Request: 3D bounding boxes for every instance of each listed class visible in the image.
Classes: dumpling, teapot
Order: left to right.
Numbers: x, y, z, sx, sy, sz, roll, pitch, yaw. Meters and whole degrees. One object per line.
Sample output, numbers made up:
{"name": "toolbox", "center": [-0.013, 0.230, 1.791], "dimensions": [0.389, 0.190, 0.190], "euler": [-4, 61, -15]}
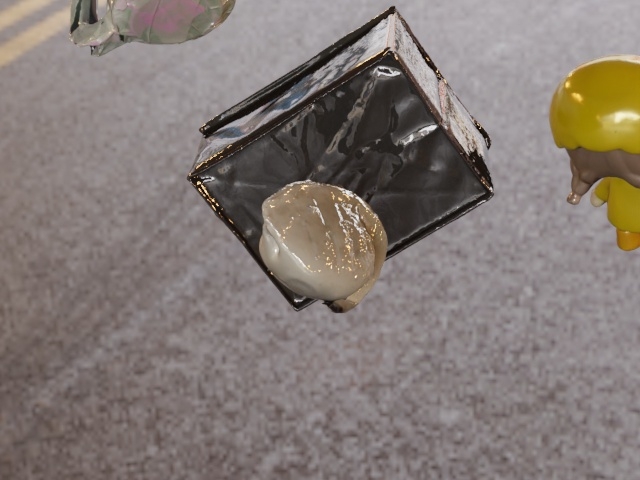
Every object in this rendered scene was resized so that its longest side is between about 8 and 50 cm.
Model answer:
{"name": "teapot", "center": [-0.221, -0.349, 1.795], "dimensions": [0.163, 0.221, 0.178], "euler": [7, 59, -39]}
{"name": "dumpling", "center": [0.001, 0.001, 1.581], "dimensions": [0.176, 0.092, 0.150], "euler": [34, 58, -10]}

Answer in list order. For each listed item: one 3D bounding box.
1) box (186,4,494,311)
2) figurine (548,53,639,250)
{"name": "box", "center": [0.028, -0.111, 1.870], "dimensions": [0.345, 0.251, 0.204], "euler": [-32, 20, 17]}
{"name": "figurine", "center": [0.476, -0.124, 2.068], "dimensions": [0.215, 0.344, 0.187], "euler": [-4, 38, 32]}
